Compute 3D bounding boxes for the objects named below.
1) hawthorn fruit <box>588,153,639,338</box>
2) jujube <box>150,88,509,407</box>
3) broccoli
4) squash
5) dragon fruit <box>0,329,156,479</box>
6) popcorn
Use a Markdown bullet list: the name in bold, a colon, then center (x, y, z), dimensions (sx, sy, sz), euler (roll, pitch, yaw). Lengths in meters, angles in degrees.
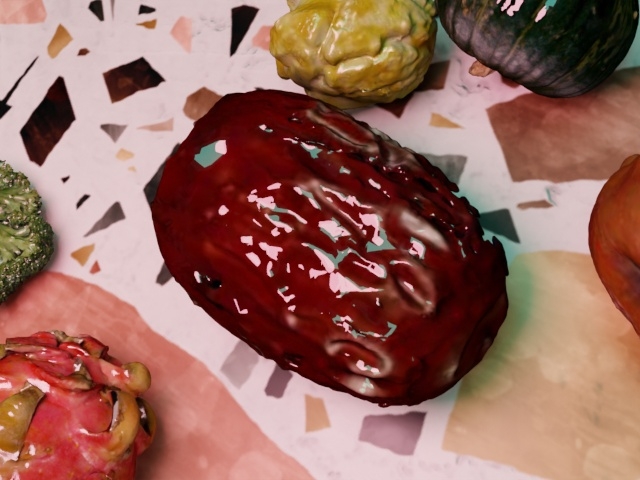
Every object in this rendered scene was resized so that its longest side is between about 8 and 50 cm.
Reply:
- **hawthorn fruit**: center (0.372, 0.006, 0.836), dimensions (0.262, 0.258, 0.258), euler (36, 84, -3)
- **jujube**: center (0.000, 0.000, 0.949), dimensions (0.377, 0.258, 0.258), euler (35, 85, 28)
- **broccoli**: center (-0.409, -0.009, 1.130), dimensions (0.195, 0.156, 0.195), euler (0, 42, 0)
- **squash**: center (0.222, -0.242, 0.983), dimensions (0.218, 0.218, 0.172), euler (26, 92, 23)
- **dragon fruit**: center (-0.291, 0.227, 0.965), dimensions (0.269, 0.250, 0.291), euler (37, 70, 19)
- **popcorn**: center (0.028, -0.241, 1.036), dimensions (0.198, 0.198, 0.212), euler (-32, 98, 5)
